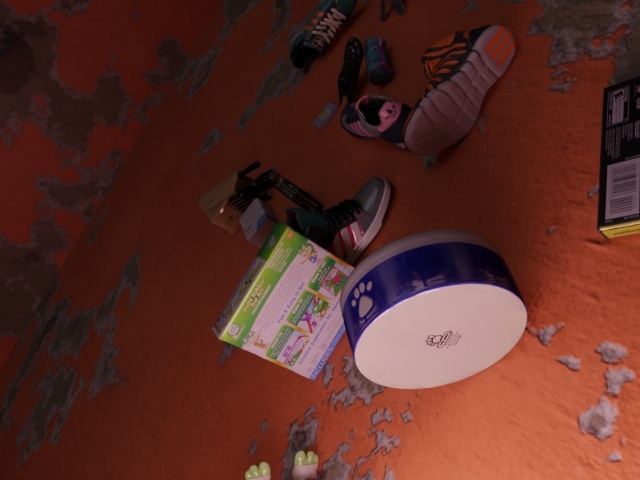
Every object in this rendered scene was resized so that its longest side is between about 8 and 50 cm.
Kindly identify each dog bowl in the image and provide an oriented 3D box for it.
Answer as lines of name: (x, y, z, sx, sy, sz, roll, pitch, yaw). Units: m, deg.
dog bowl: (0.167, 0.111, 0.903, 0.265, 0.265, 0.104, -40, 40, 25)

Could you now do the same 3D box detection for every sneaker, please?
sneaker: (0.017, -0.042, 1.300, 0.296, 0.178, 0.124, -57, 33, 2)
sneaker: (0.078, -0.451, 1.611, 0.089, 0.051, 0.170, -62, -19, -49)
sneaker: (0.119, -0.307, 1.423, 0.112, 0.131, 0.319, -60, 33, -2)
sneaker: (0.010, -0.657, 1.879, 0.302, 0.108, 0.121, -40, 38, 40)
sneaker: (0.262, -0.320, 1.279, 0.321, 0.124, 0.180, -49, 29, -5)

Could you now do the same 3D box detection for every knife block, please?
knife block: (-0.249, -0.155, 1.823, 0.242, 0.088, 0.275, -55, 33, 4)

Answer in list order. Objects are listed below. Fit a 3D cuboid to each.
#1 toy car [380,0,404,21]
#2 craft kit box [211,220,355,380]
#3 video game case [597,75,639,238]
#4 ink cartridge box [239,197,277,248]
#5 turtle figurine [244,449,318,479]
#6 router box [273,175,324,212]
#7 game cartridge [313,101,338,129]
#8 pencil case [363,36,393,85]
toy car: (0.207, -0.721, 1.684, 0.155, 0.148, 0.189, 6, 97, 58)
craft kit box: (-0.047, 0.127, 1.188, 0.250, 0.246, 0.061, -58, 34, -1)
video game case: (0.528, -0.147, 0.850, 0.248, 0.035, 0.275, -15, 52, 47)
ink cartridge box: (-0.173, -0.050, 1.671, 0.088, 0.052, 0.122, -49, 35, 13)
turtle figurine: (-0.038, 0.429, 0.960, 0.198, 0.275, 0.266, -41, 25, -2)
router box: (-0.056, -0.114, 1.533, 0.038, 0.092, 0.122, -56, 33, 4)
game cartridge: (0.015, -0.355, 1.705, 0.083, 0.017, 0.056, -55, 37, 6)
pencil case: (0.152, -0.475, 1.576, 0.070, 0.064, 0.152, 113, 160, -46)
